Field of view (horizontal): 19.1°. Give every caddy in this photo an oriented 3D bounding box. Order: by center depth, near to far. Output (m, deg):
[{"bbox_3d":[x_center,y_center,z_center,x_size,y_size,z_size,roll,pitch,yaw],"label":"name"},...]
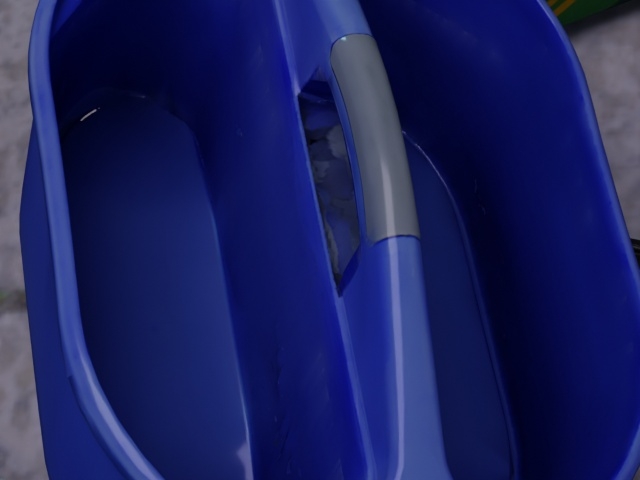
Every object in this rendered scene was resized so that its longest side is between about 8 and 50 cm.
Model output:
[{"bbox_3d":[0.000,0.000,0.785,0.241,0.179,0.341,-1,60,-19],"label":"caddy"}]

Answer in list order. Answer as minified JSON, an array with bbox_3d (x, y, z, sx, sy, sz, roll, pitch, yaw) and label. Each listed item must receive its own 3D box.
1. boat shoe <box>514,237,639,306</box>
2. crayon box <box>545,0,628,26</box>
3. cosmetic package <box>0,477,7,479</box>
[{"bbox_3d":[0.188,0.046,0.833,0.233,0.079,0.084,25,75,27],"label":"boat shoe"},{"bbox_3d":[0.017,-0.168,0.911,0.323,0.203,0.083,-20,49,7],"label":"crayon box"},{"bbox_3d":[-0.114,0.272,0.622,0.327,0.393,0.329,13,71,23],"label":"cosmetic package"}]
